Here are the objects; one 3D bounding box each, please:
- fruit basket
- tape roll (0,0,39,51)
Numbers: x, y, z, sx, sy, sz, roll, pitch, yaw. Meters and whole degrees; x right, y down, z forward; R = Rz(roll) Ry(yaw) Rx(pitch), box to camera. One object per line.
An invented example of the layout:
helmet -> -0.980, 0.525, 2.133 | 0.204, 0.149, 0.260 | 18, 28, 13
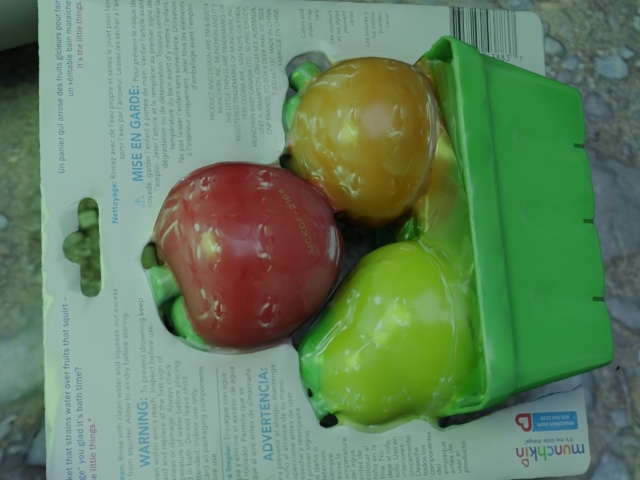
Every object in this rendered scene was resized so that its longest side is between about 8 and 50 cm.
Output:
fruit basket -> 0.000, 0.000, 0.686 | 0.353, 0.165, 0.327 | -2, 78, -12
tape roll -> -0.248, -0.245, 0.704 | 0.169, 0.246, 0.246 | -19, 71, -22
